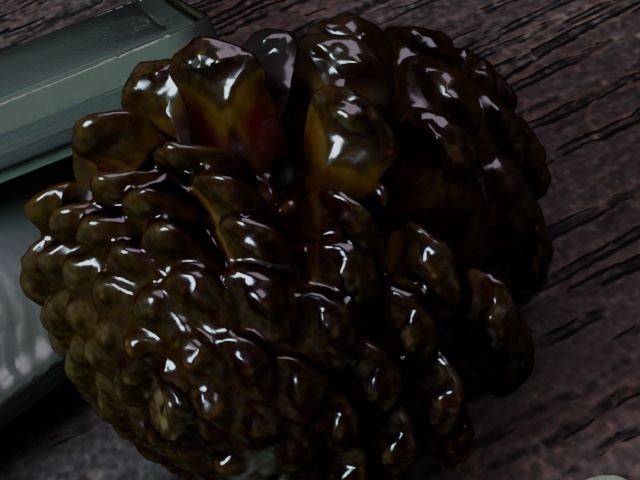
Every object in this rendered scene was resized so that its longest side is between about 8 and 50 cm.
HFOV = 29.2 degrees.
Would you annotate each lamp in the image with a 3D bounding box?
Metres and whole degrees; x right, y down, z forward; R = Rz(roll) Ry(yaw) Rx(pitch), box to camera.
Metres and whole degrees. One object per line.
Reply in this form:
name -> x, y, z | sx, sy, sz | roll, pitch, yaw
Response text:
lamp -> -0.199, -0.083, 0.747 | 0.269, 0.047, 0.266 | -22, 20, -6

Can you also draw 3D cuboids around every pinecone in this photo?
pinecone -> -0.001, -0.003, 0.607 | 0.246, 0.246, 0.292 | 12, 33, 23

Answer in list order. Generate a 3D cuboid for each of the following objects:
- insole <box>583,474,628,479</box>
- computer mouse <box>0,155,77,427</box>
insole -> 0.079, 0.173, 0.578 | 0.192, 0.010, 0.063 | -32, 50, -14
computer mouse -> -0.195, 0.010, 0.716 | 0.197, 0.095, 0.331 | 31, 58, 34
